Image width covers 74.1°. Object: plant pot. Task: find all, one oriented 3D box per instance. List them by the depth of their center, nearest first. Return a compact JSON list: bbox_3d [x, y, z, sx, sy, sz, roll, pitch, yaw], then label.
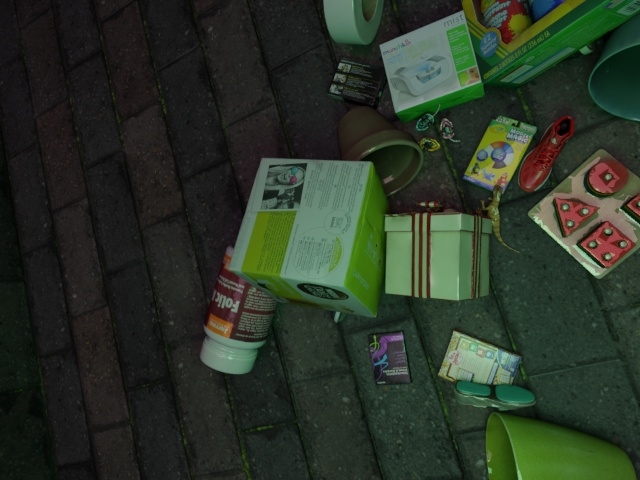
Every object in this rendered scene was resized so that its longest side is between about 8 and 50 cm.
[{"bbox_3d":[0.842,-0.471,1.022,0.292,0.293,0.235,18,78,22],"label":"plant pot"},{"bbox_3d":[0.607,0.585,1.073,0.293,0.275,0.275,-1,86,6],"label":"plant pot"},{"bbox_3d":[0.153,-0.286,1.320,0.263,0.263,0.230,-33,58,17],"label":"plant pot"}]

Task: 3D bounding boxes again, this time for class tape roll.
[{"bbox_3d":[0.110,-0.770,1.327,0.100,0.286,0.287,15,92,22],"label":"tape roll"}]

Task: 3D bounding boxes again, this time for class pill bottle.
[{"bbox_3d":[-0.266,0.231,1.448,0.223,0.224,0.393,18,93,22],"label":"pill bottle"}]

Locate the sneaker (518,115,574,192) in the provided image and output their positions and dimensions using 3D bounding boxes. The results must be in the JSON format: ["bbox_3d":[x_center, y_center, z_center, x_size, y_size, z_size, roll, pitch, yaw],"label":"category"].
[{"bbox_3d":[0.620,-0.245,1.172,0.086,0.128,0.221,26,96,21],"label":"sneaker"}]

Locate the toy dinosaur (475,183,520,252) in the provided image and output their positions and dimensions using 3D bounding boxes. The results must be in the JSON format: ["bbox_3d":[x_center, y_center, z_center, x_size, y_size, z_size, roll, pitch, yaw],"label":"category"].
[{"bbox_3d":[0.500,-0.054,1.233,0.112,0.064,0.212,12,123,54],"label":"toy dinosaur"}]

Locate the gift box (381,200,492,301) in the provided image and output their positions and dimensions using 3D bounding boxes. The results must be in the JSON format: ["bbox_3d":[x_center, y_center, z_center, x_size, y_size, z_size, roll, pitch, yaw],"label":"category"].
[{"bbox_3d":[0.310,0.025,1.196,0.276,0.255,0.259,2,89,36],"label":"gift box"}]

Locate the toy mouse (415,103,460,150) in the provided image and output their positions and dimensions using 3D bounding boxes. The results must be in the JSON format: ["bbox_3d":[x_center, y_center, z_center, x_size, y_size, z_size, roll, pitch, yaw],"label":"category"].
[{"bbox_3d":[0.357,-0.351,1.316,0.160,0.031,0.143,10,115,17],"label":"toy mouse"}]

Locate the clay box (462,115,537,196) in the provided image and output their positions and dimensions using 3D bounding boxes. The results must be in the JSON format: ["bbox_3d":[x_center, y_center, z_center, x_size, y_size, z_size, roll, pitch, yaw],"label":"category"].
[{"bbox_3d":[0.528,-0.256,1.249,0.127,0.053,0.222,28,98,24],"label":"clay box"}]

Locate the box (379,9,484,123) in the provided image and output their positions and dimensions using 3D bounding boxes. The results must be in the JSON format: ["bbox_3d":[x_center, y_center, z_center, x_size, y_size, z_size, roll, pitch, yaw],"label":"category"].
[{"bbox_3d":[0.342,-0.524,1.306,0.261,0.126,0.231,-14,84,22],"label":"box"}]

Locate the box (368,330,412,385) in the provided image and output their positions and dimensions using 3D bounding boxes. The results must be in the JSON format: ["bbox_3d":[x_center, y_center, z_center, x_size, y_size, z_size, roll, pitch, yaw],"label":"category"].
[{"bbox_3d":[0.220,0.375,1.348,0.115,0.029,0.162,-12,84,21],"label":"box"}]

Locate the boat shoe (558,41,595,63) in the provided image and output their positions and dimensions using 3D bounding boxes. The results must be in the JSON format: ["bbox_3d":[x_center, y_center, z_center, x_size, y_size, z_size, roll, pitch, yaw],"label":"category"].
[{"bbox_3d":[0.661,-0.660,1.192,0.113,0.127,0.341,-21,83,53],"label":"boat shoe"}]

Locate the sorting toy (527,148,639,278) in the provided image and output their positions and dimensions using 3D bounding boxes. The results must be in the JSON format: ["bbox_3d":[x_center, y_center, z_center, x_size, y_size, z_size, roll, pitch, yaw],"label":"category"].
[{"bbox_3d":[0.749,-0.075,1.130,0.257,0.089,0.255,-45,72,14],"label":"sorting toy"}]

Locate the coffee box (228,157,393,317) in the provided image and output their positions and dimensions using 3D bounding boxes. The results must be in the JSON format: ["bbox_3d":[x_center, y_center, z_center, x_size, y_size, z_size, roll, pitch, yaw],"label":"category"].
[{"bbox_3d":[0.000,0.000,1.214,0.333,0.338,0.339,6,70,23],"label":"coffee box"}]

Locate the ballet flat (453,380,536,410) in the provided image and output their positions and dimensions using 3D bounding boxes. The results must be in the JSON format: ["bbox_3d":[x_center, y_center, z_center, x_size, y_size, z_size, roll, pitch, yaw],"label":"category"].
[{"bbox_3d":[0.480,0.438,1.180,0.213,0.072,0.068,2,117,22],"label":"ballet flat"}]

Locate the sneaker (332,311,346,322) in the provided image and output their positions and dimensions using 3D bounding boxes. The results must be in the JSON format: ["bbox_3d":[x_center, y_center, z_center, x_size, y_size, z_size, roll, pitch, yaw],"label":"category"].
[{"bbox_3d":[0.033,0.145,1.408,0.163,0.086,0.227,15,94,24],"label":"sneaker"}]

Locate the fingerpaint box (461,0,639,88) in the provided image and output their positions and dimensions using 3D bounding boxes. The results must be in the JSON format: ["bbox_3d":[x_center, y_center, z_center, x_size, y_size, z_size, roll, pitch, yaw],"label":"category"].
[{"bbox_3d":[0.575,-0.663,1.049,0.444,0.163,0.372,-23,75,60],"label":"fingerpaint box"}]

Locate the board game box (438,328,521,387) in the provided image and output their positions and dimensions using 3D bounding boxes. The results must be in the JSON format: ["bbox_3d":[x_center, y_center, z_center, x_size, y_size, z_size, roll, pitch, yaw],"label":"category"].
[{"bbox_3d":[0.463,0.365,1.241,0.193,0.045,0.147,20,95,21],"label":"board game box"}]

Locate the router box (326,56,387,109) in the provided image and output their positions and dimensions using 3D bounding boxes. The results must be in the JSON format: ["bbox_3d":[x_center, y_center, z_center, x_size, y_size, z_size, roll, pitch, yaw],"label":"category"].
[{"bbox_3d":[0.127,-0.531,1.434,0.178,0.046,0.133,23,95,22],"label":"router box"}]
